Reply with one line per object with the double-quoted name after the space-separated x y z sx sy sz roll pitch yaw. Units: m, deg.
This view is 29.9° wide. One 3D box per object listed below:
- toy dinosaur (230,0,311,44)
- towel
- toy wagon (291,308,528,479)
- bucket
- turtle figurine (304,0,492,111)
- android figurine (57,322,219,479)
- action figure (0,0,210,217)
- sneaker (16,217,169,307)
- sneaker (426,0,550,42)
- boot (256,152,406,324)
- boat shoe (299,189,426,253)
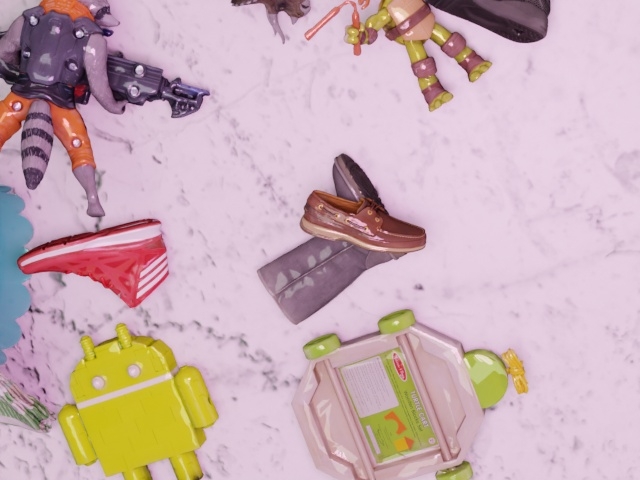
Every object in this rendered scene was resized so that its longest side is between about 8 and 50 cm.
-0.132 -0.428 1.652 0.313 0.121 0.160 40 108 3 "toy dinosaur"
-0.550 0.213 1.768 0.248 0.325 0.038 10 69 11 "towel"
0.137 0.236 1.756 0.344 0.068 0.267 -19 97 13 "toy wagon"
-0.552 0.046 1.751 0.183 0.281 0.281 5 101 9 "bucket"
0.119 -0.286 1.640 0.269 0.087 0.217 -38 99 -17 "turtle figurine"
-0.285 0.261 1.848 0.248 0.056 0.273 -17 99 14 "android figurine"
-0.331 -0.206 1.674 0.341 0.178 0.330 7 79 -2 "action figure"
-0.332 0.052 1.787 0.221 0.087 0.128 -13 100 2 "sneaker"
0.212 -0.361 1.590 0.227 0.087 0.130 19 74 -20 "sneaker"
-0.001 0.000 1.742 0.208 0.076 0.190 -28 92 21 "boot"
0.062 -0.026 1.653 0.178 0.064 0.060 13 113 2 "boat shoe"
